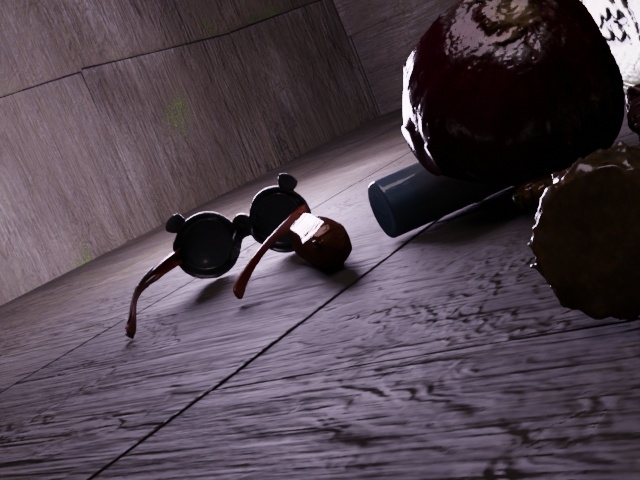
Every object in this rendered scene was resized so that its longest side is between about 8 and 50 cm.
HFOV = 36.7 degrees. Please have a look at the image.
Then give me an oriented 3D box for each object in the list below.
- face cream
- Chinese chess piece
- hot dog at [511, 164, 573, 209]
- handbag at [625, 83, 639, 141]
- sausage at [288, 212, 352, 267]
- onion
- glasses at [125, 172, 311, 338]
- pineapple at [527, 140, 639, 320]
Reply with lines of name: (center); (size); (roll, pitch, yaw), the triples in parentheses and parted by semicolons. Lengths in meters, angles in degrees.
face cream: (0.185, -0.084, 1.204); (0.250, 0.077, 0.077); (-24, 9, -15)
Chinese chess piece: (0.477, -0.331, 1.400); (0.101, 0.250, 0.250); (-21, 8, -11)
hot dog: (0.258, -0.058, 1.018); (0.122, 0.037, 0.049); (-18, -3, -7)
handbag: (0.461, -0.161, 1.003); (0.275, 0.084, 0.260); (-19, 12, 23)
sausage: (0.001, 0.000, 1.199); (0.065, 0.065, 0.169); (-23, 10, -7)
onion: (0.206, -0.152, 1.067); (0.206, 0.216, 0.207); (-26, 52, -8)
glasses: (-0.147, 0.014, 1.314); (0.234, 0.118, 0.268); (-17, 10, 21)
pineapple: (0.222, -0.021, 0.670); (0.119, 0.111, 0.237); (19, 19, 26)
